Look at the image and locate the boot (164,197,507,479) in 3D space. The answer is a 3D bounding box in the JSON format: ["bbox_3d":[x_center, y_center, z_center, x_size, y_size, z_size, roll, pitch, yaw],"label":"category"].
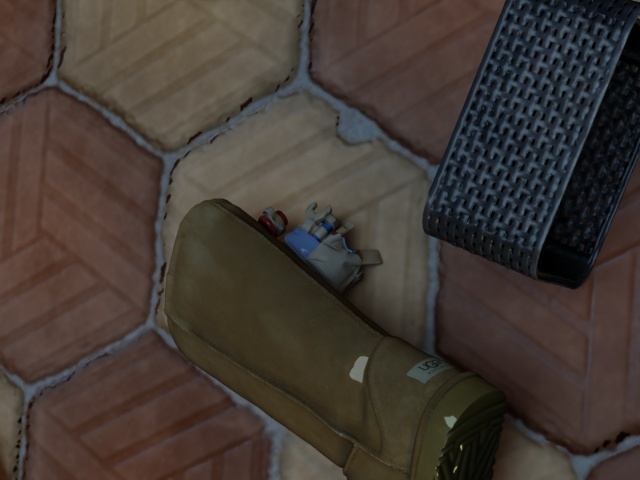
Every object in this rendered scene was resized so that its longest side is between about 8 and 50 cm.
[{"bbox_3d":[-0.004,0.128,0.993,0.269,0.089,0.236,31,118,36],"label":"boot"}]

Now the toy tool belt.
[{"bbox_3d":[0.000,0.000,1.030,0.051,0.052,0.083,-36,69,-23],"label":"toy tool belt"}]

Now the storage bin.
[{"bbox_3d":[0.149,-0.069,0.917,0.084,0.122,0.180,25,95,26],"label":"storage bin"}]
